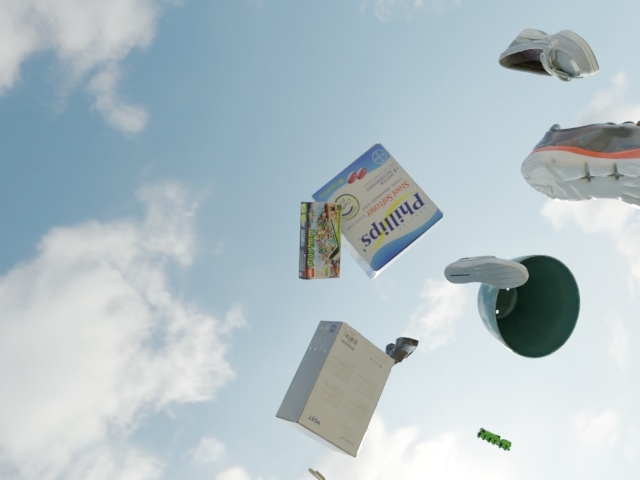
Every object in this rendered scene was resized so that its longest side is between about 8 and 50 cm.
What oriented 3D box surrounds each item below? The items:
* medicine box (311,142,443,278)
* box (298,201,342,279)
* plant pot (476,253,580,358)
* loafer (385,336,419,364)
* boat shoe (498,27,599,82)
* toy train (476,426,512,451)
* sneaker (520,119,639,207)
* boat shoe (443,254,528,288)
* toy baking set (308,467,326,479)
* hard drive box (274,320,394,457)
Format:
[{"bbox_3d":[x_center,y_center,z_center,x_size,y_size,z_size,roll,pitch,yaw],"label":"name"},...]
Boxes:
[{"bbox_3d":[0.162,-0.083,1.699,0.263,0.149,0.289,-39,-101,-7],"label":"medicine box"},{"bbox_3d":[0.000,0.000,1.558,0.114,0.036,0.207,-2,-84,-32],"label":"box"},{"bbox_3d":[0.572,0.179,1.694,0.290,0.195,0.291,-1,-87,-19],"label":"plant pot"},{"bbox_3d":[0.226,0.312,1.613,0.062,0.170,0.061,19,-118,-6],"label":"loafer"},{"bbox_3d":[0.553,-0.444,1.418,0.103,0.320,0.118,-39,-60,5],"label":"boat shoe"},{"bbox_3d":[0.355,0.405,1.182,0.083,0.017,0.024,28,-113,-12],"label":"toy train"},{"bbox_3d":[0.223,-0.060,0.398,0.065,0.157,0.061,-60,-35,-23],"label":"sneaker"},{"bbox_3d":[0.425,0.067,1.477,0.076,0.226,0.083,-42,-59,-39],"label":"boat shoe"},{"bbox_3d":[0.057,0.698,1.579,0.030,0.196,0.256,-43,-40,-25],"label":"toy baking set"},{"bbox_3d":[0.037,0.318,1.256,0.181,0.089,0.232,40,-117,-27],"label":"hard drive box"}]
